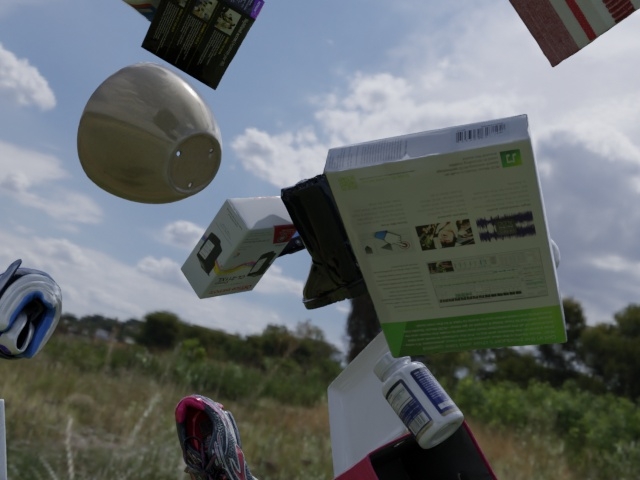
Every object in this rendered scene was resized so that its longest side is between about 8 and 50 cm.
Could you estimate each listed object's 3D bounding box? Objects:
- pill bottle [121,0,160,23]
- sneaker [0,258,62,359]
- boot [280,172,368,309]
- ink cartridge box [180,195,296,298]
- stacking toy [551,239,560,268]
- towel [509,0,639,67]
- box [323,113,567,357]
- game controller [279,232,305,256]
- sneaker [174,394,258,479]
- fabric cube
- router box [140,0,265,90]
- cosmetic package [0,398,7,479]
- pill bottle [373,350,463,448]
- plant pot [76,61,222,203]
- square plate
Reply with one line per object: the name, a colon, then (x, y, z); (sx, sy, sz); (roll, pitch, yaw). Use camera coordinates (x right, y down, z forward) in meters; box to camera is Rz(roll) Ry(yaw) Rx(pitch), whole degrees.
pill bottle: (-0.240, -0.400, 1.374); (0.124, 0.124, 0.221); (11, -5, 17)
sneaker: (-0.585, 0.174, 1.471); (0.130, 0.323, 0.236); (54, -18, -25)
boot: (0.000, 0.000, 1.417); (0.094, 0.207, 0.246); (-26, 0, -23)
ink cartridge box: (-0.134, 0.012, 1.434); (0.127, 0.175, 0.072); (-7, 53, -48)
stacking toy: (0.442, -0.026, 2.115); (0.350, 0.351, 0.480); (1, -28, 48)
towel: (0.369, -0.410, 1.141); (0.237, 0.037, 0.329); (58, -36, 1)
box: (0.160, 0.010, 1.035); (0.232, 0.058, 0.322); (-7, -52, 17)
game controller: (-0.097, -0.039, 2.277); (0.319, 0.166, 0.067); (-21, -35, -30)
sneaker: (-0.172, 0.398, 1.425); (0.120, 0.299, 0.112); (-31, -29, 0)
fabric cube: (0.178, 0.526, 1.653); (0.254, 0.259, 0.258); (-14, -23, -35)
router box: (-0.178, -0.318, 1.267); (0.133, 0.046, 0.179); (30, -36, -11)
cosmetic package: (-0.744, 0.435, 1.754); (0.151, 0.184, 0.151); (9, -34, -37)
pill bottle: (0.170, 0.277, 1.527); (0.169, 0.094, 0.094); (53, 8, 29)
plant pot: (-0.303, -0.185, 1.678); (0.191, 0.284, 0.284); (30, 0, 37)
square plate: (0.133, 0.470, 2.391); (0.049, 0.347, 0.344); (20, -49, -23)
